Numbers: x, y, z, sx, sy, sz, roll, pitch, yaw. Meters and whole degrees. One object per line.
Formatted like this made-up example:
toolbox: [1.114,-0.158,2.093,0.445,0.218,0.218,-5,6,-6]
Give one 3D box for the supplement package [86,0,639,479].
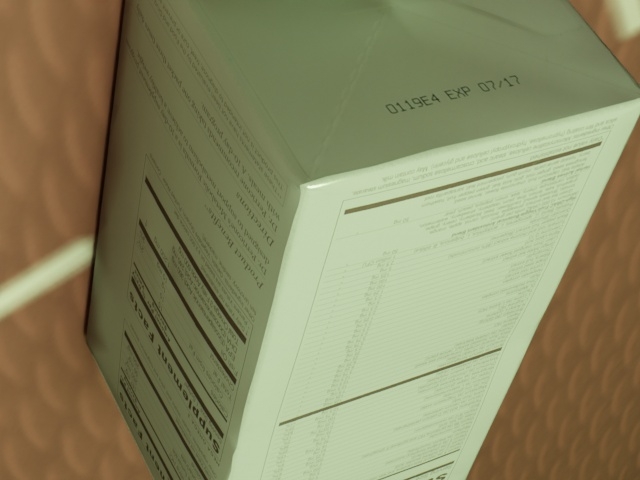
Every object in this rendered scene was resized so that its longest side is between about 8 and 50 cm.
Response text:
supplement package: [0.000,0.000,0.602,0.139,0.134,0.244,-15,145,-26]
